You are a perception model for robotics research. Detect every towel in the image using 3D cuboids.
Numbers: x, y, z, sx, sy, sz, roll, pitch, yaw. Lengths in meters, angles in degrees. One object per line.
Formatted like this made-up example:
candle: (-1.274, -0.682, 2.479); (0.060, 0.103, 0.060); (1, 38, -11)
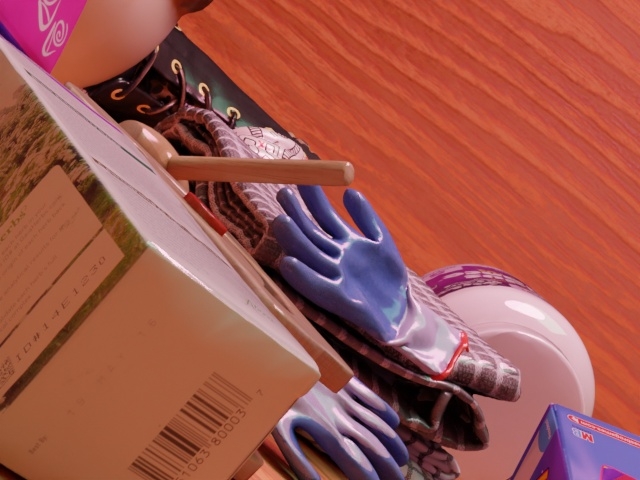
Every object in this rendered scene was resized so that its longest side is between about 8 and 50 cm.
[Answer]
towel: (-0.009, 0.037, 1.195); (0.235, 0.121, 0.284); (39, 4, -28)

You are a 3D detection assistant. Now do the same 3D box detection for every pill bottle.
pill bottle: (0.134, 0.114, 1.445); (0.169, 0.169, 0.301); (42, 3, -4)

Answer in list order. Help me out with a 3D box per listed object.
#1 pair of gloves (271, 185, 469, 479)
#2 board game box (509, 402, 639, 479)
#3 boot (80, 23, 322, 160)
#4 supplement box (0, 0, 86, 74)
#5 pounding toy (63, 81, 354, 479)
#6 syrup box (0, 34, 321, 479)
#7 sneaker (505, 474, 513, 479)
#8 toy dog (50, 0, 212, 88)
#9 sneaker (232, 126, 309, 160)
pair of gloves: (0.011, 0.055, 1.019); (0.159, 0.023, 0.198); (44, 42, -13)
board game box: (0.268, 0.229, 0.906); (0.347, 0.078, 0.233); (22, 22, -7)
boot: (-0.140, -0.130, 1.771); (0.284, 0.138, 0.377); (42, -2, 3)
supplement box: (-0.209, -0.176, 0.807); (0.220, 0.114, 0.111); (21, -13, 14)
pounding toy: (-0.069, -0.018, 0.893); (0.154, 0.155, 0.269); (45, 1, -40)
syrup box: (-0.103, 0.009, 0.695); (0.096, 0.093, 0.237); (39, 4, -34)
sneaker: (0.122, 0.207, 1.146); (0.077, 0.072, 0.178); (54, 12, 3)
toy dog: (-0.220, -0.246, 1.111); (0.395, 0.284, 0.408); (59, 11, 27)
sneaker: (0.000, -0.001, 1.678); (0.270, 0.090, 0.145); (37, 31, -26)
